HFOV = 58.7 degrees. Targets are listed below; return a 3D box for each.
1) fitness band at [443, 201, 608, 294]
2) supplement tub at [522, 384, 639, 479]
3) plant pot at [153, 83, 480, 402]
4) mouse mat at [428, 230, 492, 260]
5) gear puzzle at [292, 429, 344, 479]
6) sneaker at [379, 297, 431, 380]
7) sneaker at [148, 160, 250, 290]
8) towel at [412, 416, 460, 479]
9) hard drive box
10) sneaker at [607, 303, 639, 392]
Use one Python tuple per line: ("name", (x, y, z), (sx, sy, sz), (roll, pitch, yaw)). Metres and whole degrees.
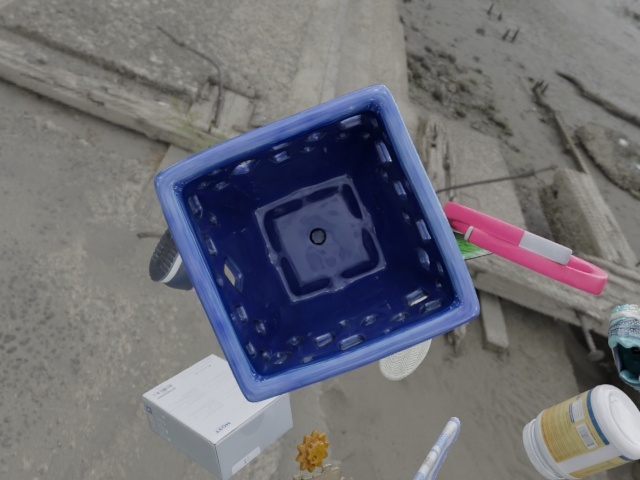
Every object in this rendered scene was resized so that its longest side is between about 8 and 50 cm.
("fitness band", (0.341, 0.011, 0.975), (0.291, 0.054, 0.209), (27, 7, 21))
("supplement tub", (0.525, 0.389, 1.140), (0.144, 0.200, 0.144), (24, 43, -25))
("plant pot", (0.000, 0.000, 0.606), (0.212, 0.236, 0.236), (-47, 115, -86))
("mouse mat", (0.206, 0.004, 0.996), (0.153, 0.007, 0.190), (-11, 20, -31))
("gear puzzle", (-0.005, 0.564, 1.187), (0.175, 0.339, 0.044), (1, 1, -41))
("sneaker", (0.302, 0.295, 1.832), (0.131, 0.148, 0.350), (31, 78, 12))
("sneaker", (-0.212, -0.034, 1.162), (0.131, 0.319, 0.112), (32, 10, -43))
("towel", (0.214, 0.517, 1.205), (0.034, 0.209, 0.285), (28, 26, 22))
("hard drive box", (-0.200, 0.331, 1.106), (0.232, 0.089, 0.181), (14, 29, 41))
("sneaker", (0.677, 0.279, 1.201), (0.122, 0.110, 0.283), (-43, 103, -39))
